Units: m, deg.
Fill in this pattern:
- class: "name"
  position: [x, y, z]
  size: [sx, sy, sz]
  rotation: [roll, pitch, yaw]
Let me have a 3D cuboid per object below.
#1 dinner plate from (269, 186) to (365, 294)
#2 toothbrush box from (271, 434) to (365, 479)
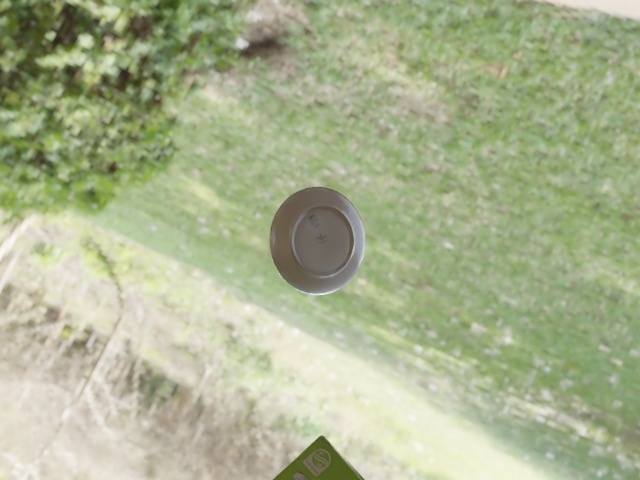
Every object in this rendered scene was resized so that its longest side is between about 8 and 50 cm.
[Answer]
- class: "dinner plate"
  position: [0.000, 0.000, 1.535]
  size: [0.141, 0.141, 0.017]
  rotation: [31, 164, -23]
- class: "toothbrush box"
  position: [-0.055, 0.352, 1.242]
  size: [0.122, 0.283, 0.206]
  rotation: [47, 172, 16]
